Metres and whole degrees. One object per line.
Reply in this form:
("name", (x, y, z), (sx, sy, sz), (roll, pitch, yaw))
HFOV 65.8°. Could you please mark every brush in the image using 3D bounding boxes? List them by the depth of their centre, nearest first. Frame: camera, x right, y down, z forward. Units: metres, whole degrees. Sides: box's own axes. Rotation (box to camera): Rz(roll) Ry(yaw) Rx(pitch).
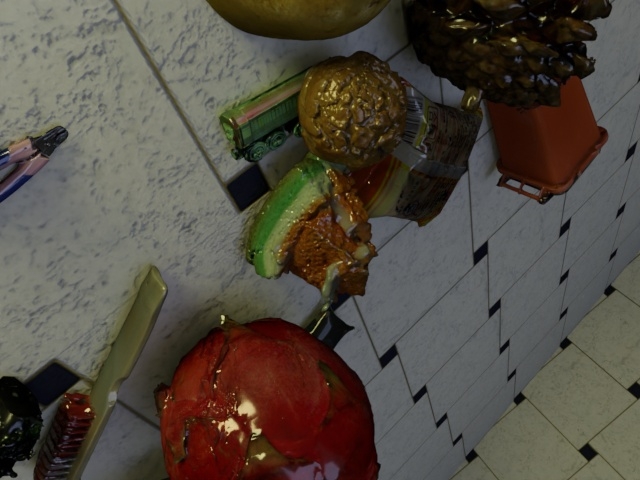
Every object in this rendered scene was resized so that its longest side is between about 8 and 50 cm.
("brush", (-0.271, 0.175, 0.595), (0.050, 0.060, 0.321), (20, 104, -40))

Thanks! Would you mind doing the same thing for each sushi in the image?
("sushi", (-0.336, 0.204, 0.529), (0.056, 0.085, 0.083), (25, 98, -52))

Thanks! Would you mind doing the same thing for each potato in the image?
("potato", (0.002, -0.263, 0.455), (0.204, 0.158, 0.178), (-8, 126, -47))

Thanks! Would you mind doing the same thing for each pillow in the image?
("pillow", (-0.014, 0.184, 0.868), (0.150, 0.048, 0.090), (-45, 144, -5))

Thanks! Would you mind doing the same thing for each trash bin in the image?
("trash bin", (0.395, -0.204, 0.905), (0.184, 0.161, 0.239), (-51, 134, -3))

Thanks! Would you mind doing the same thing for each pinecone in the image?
("pinecone", (0.224, -0.289, 0.608), (0.244, 0.243, 0.257), (-10, 95, -41))

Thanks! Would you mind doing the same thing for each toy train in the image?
("toy train", (-0.047, -0.148, 0.584), (0.148, 0.038, 0.071), (-36, 140, -22))

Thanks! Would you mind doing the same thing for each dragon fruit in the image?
("dragon fruit", (-0.073, 0.258, 0.671), (0.296, 0.302, 0.295), (-28, 143, -24))

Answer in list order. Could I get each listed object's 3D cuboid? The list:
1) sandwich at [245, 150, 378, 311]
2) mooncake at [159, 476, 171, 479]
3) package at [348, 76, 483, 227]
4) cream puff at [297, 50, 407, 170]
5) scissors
("sandwich", (0.002, -0.008, 0.650), (0.109, 0.160, 0.184), (-29, 149, -55))
("mooncake", (-0.118, 0.492, 0.753), (0.381, 0.351, 0.212), (-29, 148, -60))
("package", (0.148, -0.113, 0.754), (0.288, 0.108, 0.223), (-1, 123, -46))
("cream puff", (0.042, -0.144, 0.564), (0.126, 0.103, 0.144), (-55, 138, -3))
("scissors", (-0.273, -0.065, 0.438), (0.113, 0.012, 0.039), (-42, 141, -12))
